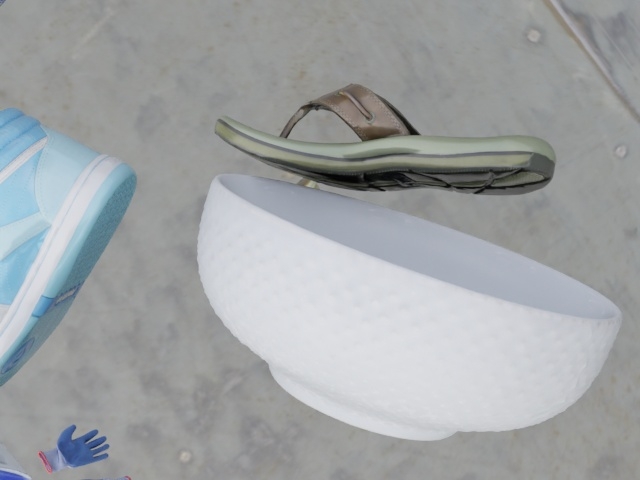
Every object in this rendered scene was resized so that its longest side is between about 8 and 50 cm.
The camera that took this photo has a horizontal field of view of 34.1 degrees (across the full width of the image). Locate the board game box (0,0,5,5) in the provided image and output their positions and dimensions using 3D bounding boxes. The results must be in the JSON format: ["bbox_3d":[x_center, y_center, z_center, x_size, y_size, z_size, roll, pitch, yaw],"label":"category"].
[{"bbox_3d":[-0.388,-0.184,0.899,0.194,0.194,0.060,-25,92,28],"label":"board game box"}]

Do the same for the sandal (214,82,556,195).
[{"bbox_3d":[0.056,-0.092,0.917,0.303,0.120,0.086,4,85,18],"label":"sandal"}]

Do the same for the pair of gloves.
[{"bbox_3d":[-0.422,0.422,1.891,0.198,0.159,0.023,50,119,19],"label":"pair of gloves"}]

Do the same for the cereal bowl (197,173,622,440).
[{"bbox_3d":[0.056,0.062,0.838,0.339,0.339,0.141,20,100,14],"label":"cereal bowl"}]

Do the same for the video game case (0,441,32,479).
[{"bbox_3d":[-0.337,0.246,0.792,0.244,0.061,0.269,23,89,50],"label":"video game case"}]

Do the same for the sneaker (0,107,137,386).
[{"bbox_3d":[-0.356,0.003,1.109,0.208,0.127,0.319,34,98,2],"label":"sneaker"}]

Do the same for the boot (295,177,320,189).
[{"bbox_3d":[0.000,0.000,1.489,0.077,0.213,0.165,-39,88,-16],"label":"boot"}]
